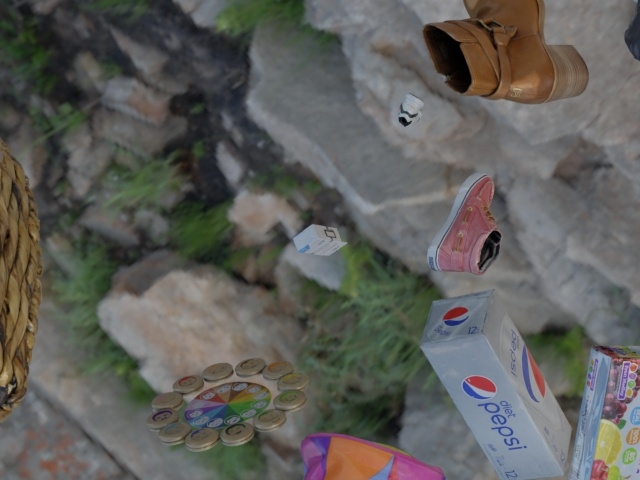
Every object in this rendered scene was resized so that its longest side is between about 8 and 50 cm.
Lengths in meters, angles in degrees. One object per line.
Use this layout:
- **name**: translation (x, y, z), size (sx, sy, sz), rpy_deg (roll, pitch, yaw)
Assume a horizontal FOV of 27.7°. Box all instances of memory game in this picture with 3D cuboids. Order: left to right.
- **memory game**: translation (-0.102, 0.176, 1.433), size (0.186, 0.186, 0.012), rpy_deg (6, 118, 37)

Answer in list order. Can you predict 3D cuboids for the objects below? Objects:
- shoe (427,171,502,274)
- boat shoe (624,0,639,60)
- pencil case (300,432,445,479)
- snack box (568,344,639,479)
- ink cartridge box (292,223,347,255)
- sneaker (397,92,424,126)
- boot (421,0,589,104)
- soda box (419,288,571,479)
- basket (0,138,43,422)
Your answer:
- **shoe**: translation (0.221, -0.022, 1.804), size (0.081, 0.178, 0.063), rpy_deg (10, 141, 33)
- **boat shoe**: translation (0.535, -0.305, 1.863), size (0.127, 0.340, 0.158), rpy_deg (9, 114, -7)
- **pencil case**: translation (0.004, 0.239, 0.802), size (0.104, 0.236, 0.104), rpy_deg (17, 163, 5)
- **snack box**: translation (0.281, 0.166, 1.158), size (0.037, 0.100, 0.141), rpy_deg (-145, 60, -65)
- **ink cartridge box**: translation (0.000, 0.000, 2.155), size (0.048, 0.083, 0.028), rpy_deg (-34, 65, 29)
- **sneaker**: translation (0.134, -0.196, 2.022), size (0.040, 0.044, 0.109), rpy_deg (29, 173, 7)
- **boot**: translation (0.225, -0.291, 1.855), size (0.283, 0.220, 0.109), rpy_deg (61, 141, 32)
- **soda box**: translation (0.243, 0.202, 1.765), size (0.098, 0.091, 0.286), rpy_deg (-13, 125, 30)
- **basket**: translation (-0.319, -0.019, 0.819), size (0.213, 0.299, 0.223), rpy_deg (-28, 141, 9)
